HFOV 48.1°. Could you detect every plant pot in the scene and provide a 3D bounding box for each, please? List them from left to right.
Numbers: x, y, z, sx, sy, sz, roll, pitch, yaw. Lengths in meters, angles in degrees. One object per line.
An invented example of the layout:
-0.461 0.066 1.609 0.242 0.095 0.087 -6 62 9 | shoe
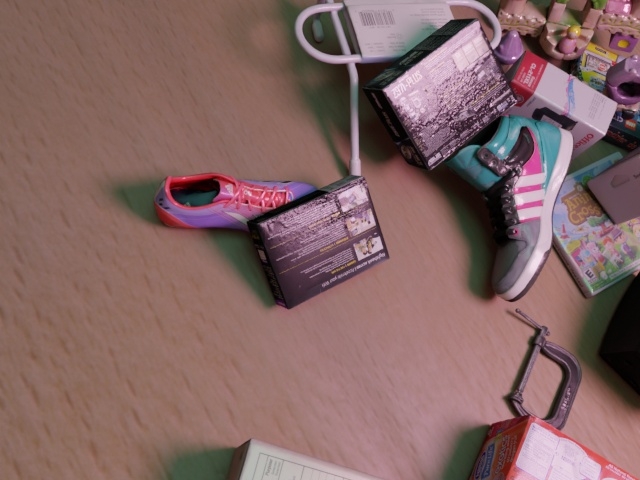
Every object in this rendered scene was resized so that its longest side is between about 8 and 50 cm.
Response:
0.539 0.155 1.071 0.188 0.187 0.167 45 79 4 | plant pot

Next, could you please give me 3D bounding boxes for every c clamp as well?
0.327 0.203 1.078 0.137 0.022 0.160 29 64 -8 | c clamp

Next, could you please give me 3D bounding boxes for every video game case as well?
0.473 -0.031 1.199 0.212 0.023 0.193 -24 78 -21 | video game case

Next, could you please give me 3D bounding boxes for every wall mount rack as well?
0.127 -0.263 1.146 0.350 0.130 0.304 -8 69 -17 | wall mount rack

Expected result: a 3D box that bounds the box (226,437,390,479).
0.030 0.360 0.884 0.311 0.121 0.148 20 66 -7 | box

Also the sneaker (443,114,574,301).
0.267 -0.070 1.090 0.178 0.124 0.295 22 73 -11 | sneaker

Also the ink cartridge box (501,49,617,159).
0.373 -0.214 1.183 0.175 0.127 0.072 30 67 -2 | ink cartridge box

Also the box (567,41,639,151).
0.551 -0.244 1.286 0.233 0.044 0.159 22 66 -6 | box

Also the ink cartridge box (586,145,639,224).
0.565 -0.129 1.145 0.219 0.160 0.092 -32 86 -15 | ink cartridge box

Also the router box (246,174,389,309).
0.000 0.000 1.022 0.179 0.046 0.133 -25 107 -21 | router box

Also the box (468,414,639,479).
0.339 0.358 0.965 0.257 0.122 0.128 31 66 -2 | box

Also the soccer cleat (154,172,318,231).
-0.109 -0.057 1.017 0.248 0.095 0.083 0 70 -14 | soccer cleat

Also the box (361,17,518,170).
0.179 -0.219 1.072 0.180 0.077 0.147 -38 114 -7 | box

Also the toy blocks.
0.437 -0.417 1.169 0.289 0.260 0.309 12 65 5 | toy blocks
